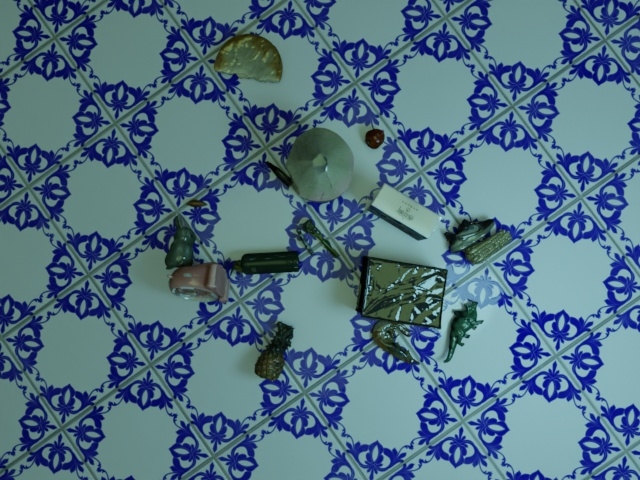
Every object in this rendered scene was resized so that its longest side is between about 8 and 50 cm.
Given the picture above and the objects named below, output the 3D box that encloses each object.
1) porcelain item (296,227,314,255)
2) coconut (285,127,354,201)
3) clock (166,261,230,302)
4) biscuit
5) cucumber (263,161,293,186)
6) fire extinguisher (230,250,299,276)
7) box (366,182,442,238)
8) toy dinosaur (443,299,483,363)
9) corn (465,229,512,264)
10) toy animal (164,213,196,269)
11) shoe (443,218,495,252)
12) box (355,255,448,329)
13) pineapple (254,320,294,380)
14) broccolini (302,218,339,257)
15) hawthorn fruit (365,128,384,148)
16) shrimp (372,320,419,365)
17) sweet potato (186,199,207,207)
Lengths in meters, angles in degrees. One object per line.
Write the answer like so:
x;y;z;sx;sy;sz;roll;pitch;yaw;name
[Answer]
-0.070;0.005;1.869;0.021;0.075;0.136;-32;87;0;porcelain item
-0.004;-0.302;1.757;0.298;0.309;0.297;0;88;3;coconut
-0.529;0.174;1.816;0.241;0.227;0.142;-2;63;5;clock
-0.315;-0.826;1.915;0.309;0.040;0.204;10;89;2;biscuit
-0.189;-0.306;1.902;0.163;0.043;0.039;46;53;1;cucumber
-0.249;0.106;1.866;0.311;0.095;0.114;-2;119;1;fire extinguisher
0.347;-0.115;1.793;0.274;0.203;0.116;31;90;2;box
0.621;0.400;1.836;0.120;0.079;0.291;15;87;8;toy dinosaur
0.727;0.029;1.842;0.211;0.087;0.087;-30;88;-5;corn
-0.608;0.007;1.874;0.127;0.125;0.251;-7;71;28;toy animal
0.641;-0.041;1.838;0.227;0.099;0.112;-38;80;2;shoe
0.336;0.212;1.785;0.345;0.204;0.251;8;89;2;box
-0.195;0.477;1.846;0.128;0.128;0.248;22;84;2;pineapple
-0.001;0.001;1.884;0.058;0.067;0.216;-39;97;4;broccolini
0.243;-0.452;1.871;0.093;0.093;0.093;0;89;2;hawthorn fruit
0.344;0.444;1.856;0.251;0.052;0.143;39;88;3;shrimp
-0.558;-0.166;1.914;0.095;0.034;0.034;3;89;-9;sweet potato
